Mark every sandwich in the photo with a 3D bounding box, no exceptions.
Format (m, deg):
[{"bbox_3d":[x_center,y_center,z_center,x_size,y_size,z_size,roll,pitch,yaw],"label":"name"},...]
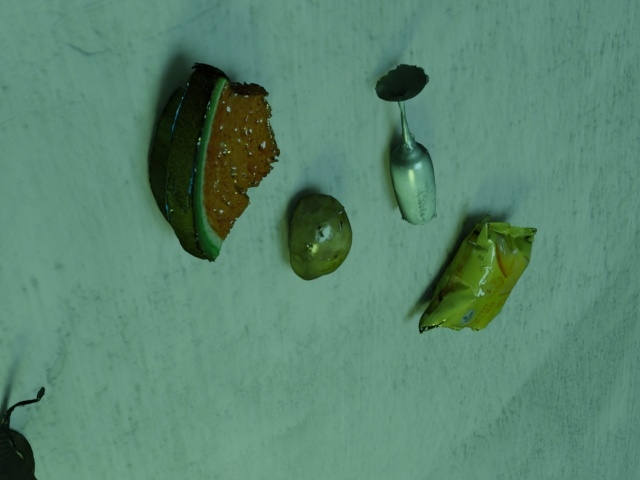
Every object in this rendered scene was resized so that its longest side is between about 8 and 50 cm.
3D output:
[{"bbox_3d":[-0.125,-0.102,1.232,0.159,0.079,0.235,-46,149,-28],"label":"sandwich"}]

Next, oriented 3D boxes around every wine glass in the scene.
[{"bbox_3d":[0.123,-0.118,1.505,0.074,0.074,0.262,-38,142,-21],"label":"wine glass"}]

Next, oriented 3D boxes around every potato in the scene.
[{"bbox_3d":[0.000,0.000,1.457,0.091,0.070,0.138,-34,140,-25],"label":"potato"}]

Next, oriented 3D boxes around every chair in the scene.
[{"bbox_3d":[-0.359,0.286,1.242,0.213,0.149,0.174,-33,-174,41],"label":"chair"}]

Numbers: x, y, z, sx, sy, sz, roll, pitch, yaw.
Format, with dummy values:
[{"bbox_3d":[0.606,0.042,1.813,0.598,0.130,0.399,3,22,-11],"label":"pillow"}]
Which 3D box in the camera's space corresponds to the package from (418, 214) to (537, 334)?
[{"bbox_3d":[0.257,0.061,1.785,0.168,0.090,0.226,5,117,-48],"label":"package"}]
